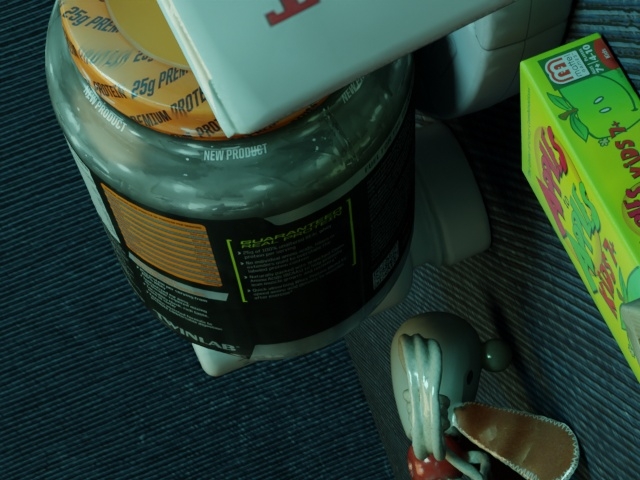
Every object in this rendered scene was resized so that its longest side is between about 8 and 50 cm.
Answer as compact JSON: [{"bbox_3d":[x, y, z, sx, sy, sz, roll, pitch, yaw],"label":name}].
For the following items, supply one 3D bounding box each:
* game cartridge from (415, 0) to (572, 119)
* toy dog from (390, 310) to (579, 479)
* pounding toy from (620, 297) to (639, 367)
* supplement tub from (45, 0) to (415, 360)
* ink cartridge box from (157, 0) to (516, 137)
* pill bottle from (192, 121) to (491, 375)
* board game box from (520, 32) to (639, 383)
[{"bbox_3d":[0.064,-0.171,0.931,0.198,0.062,0.297,64,174,4],"label":"game cartridge"},{"bbox_3d":[0.149,0.212,1.250,0.220,0.161,0.333,121,143,-86],"label":"toy dog"},{"bbox_3d":[0.162,0.038,0.549,0.181,0.094,0.206,-158,46,-82],"label":"pounding toy"},{"bbox_3d":[-0.046,-0.072,1.020,0.338,0.207,0.207,84,164,-67],"label":"supplement tub"},{"bbox_3d":[0.000,-0.201,0.467,0.270,0.198,0.197,63,-178,-14],"label":"ink cartridge box"},{"bbox_3d":[0.000,0.000,1.242,0.131,0.229,0.131,159,90,-84],"label":"pill bottle"},{"bbox_3d":[0.149,0.002,0.792,0.092,0.043,0.181,77,170,-57],"label":"board game box"}]
